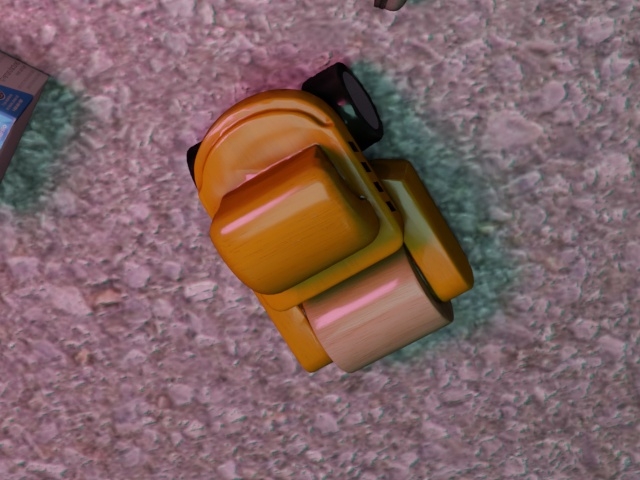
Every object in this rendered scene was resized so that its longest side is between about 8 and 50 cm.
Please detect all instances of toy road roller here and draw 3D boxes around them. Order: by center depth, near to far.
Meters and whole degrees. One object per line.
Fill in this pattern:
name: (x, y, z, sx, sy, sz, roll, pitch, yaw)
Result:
toy road roller: (0.000, 0.000, 1.903, 0.202, 0.240, 0.329, -29, 106, 15)

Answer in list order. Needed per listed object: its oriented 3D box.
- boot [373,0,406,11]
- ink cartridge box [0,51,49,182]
boot: (0.166, -0.312, 1.861, 0.161, 0.083, 0.246, 25, 112, -11)
ink cartridge box: (-0.435, -0.133, 1.929, 0.232, 0.171, 0.168, 26, 110, -6)
